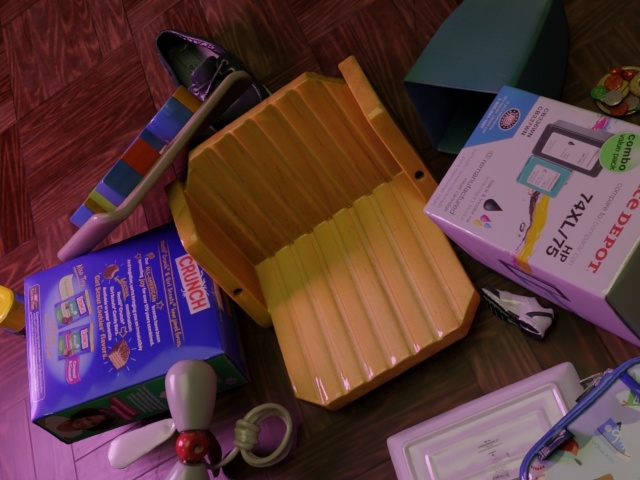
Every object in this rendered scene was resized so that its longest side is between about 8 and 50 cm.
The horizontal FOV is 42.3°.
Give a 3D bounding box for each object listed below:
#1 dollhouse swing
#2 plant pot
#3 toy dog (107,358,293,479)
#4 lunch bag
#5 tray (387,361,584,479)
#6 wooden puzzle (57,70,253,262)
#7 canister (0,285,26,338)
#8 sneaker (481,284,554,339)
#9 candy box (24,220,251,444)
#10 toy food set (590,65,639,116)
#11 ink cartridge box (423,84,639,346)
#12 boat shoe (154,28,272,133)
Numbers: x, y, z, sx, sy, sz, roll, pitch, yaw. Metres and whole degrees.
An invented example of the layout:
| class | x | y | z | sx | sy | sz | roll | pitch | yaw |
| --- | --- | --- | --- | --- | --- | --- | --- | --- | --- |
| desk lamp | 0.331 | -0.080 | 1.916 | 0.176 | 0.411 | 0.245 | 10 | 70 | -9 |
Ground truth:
| class | x | y | z | sx | sy | sz | roll | pitch | yaw |
| --- | --- | --- | --- | --- | --- | --- | --- | --- | --- |
| dollhouse swing | 0.000 | 0.000 | 1.154 | 0.347 | 0.315 | 0.305 | -32 | 34 | 13 |
| plant pot | 0.263 | -0.257 | 1.198 | 0.166 | 0.165 | 0.234 | 16 | 68 | 35 |
| toy dog | -0.198 | 0.350 | 1.169 | 0.161 | 0.220 | 0.333 | -21 | 43 | 60 |
| lunch bag | 0.377 | 0.276 | 0.880 | 0.243 | 0.115 | 0.303 | -42 | 61 | 2 |
| tray | 0.216 | 0.265 | 1.046 | 0.270 | 0.030 | 0.145 | -27 | 57 | 16 |
| wooden puzzle | -0.288 | -0.127 | 1.344 | 0.348 | 0.080 | 0.322 | -52 | 13 | -27 |
| canister | -0.517 | 0.135 | 1.448 | 0.126 | 0.170 | 0.073 | 13 | 74 | 34 |
| sneaker | 0.263 | 0.089 | 1.105 | 0.044 | 0.040 | 0.109 | -44 | 55 | -16 |
| candy box | -0.295 | 0.138 | 1.315 | 0.317 | 0.122 | 0.268 | -20 | 56 | 7 |
| toy food set | 0.427 | -0.210 | 1.163 | 0.083 | 0.020 | 0.082 | 37 | 88 | 37 |
| ink cartridge box | 0.314 | -0.030 | 1.007 | 0.270 | 0.197 | 0.198 | 30 | 86 | 44 |
| boat shoe | -0.200 | -0.295 | 1.511 | 0.127 | 0.113 | 0.340 | -43 | 53 | 5 |
